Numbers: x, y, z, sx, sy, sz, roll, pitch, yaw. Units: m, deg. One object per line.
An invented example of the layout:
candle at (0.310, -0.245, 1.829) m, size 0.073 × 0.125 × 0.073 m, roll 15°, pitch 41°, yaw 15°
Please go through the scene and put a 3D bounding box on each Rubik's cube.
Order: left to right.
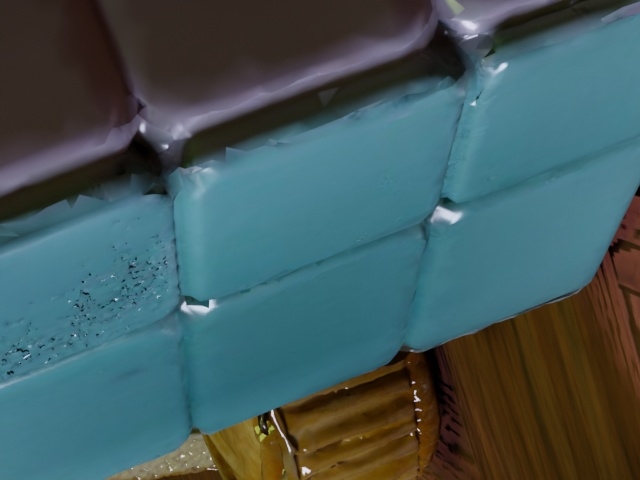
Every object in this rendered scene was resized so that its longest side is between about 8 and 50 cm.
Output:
Rubik's cube at (-0.046, -0.078, 0.538) m, size 0.231 × 0.224 × 0.221 m, roll 97°, pitch 151°, yaw -68°

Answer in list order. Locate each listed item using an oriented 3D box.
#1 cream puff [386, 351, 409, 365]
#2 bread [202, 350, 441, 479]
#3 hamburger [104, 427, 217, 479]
cream puff at (0.000, 0.000, 0.764) m, size 0.116 × 0.122 × 0.094 m, roll 40°, pitch -174°, yaw -23°
bread at (-0.015, 0.045, 0.929) m, size 0.199 × 0.104 × 0.199 m, roll 161°, pitch 90°, yaw -75°
hamburger at (-0.135, 0.097, 1.321) m, size 0.155 × 0.207 × 0.135 m, roll 47°, pitch 152°, yaw 53°
